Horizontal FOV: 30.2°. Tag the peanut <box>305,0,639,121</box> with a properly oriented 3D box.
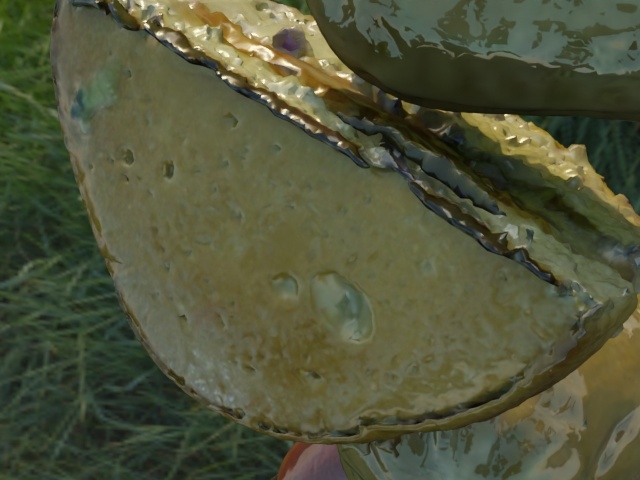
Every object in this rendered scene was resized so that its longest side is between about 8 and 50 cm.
[{"bbox_3d":[0.178,-0.169,0.733,0.387,0.169,0.192,4,78,14],"label":"peanut"}]

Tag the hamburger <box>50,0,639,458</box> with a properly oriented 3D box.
[{"bbox_3d":[0.000,0.000,0.872,0.445,0.268,0.287,33,116,18],"label":"hamburger"}]

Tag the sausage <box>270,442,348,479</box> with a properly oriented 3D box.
[{"bbox_3d":[0.040,0.292,1.518,0.279,0.152,0.152,-46,58,36],"label":"sausage"}]

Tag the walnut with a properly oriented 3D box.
[{"bbox_3d":[0.192,0.146,1.180,0.381,0.381,0.381,-8,77,34],"label":"walnut"}]
